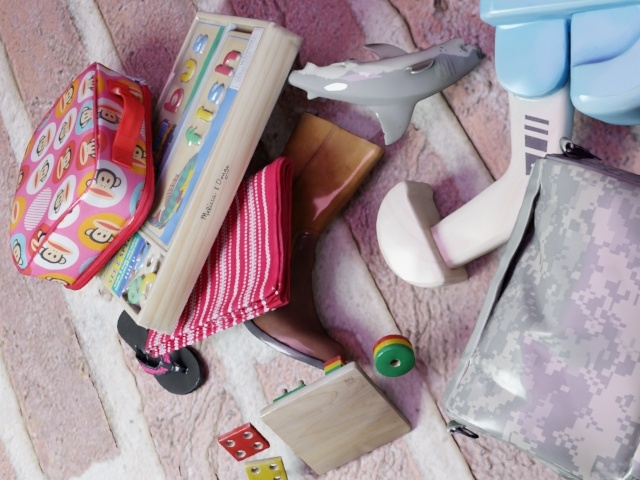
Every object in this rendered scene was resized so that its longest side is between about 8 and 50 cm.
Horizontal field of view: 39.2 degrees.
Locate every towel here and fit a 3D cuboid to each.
[{"bbox_3d":[-0.132,0.024,1.138,0.275,0.031,0.198,-26,52,40],"label":"towel"}]

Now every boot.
[{"bbox_3d":[0.000,0.000,1.146,0.264,0.096,0.280,38,94,41],"label":"boot"}]

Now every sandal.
[{"bbox_3d":[-0.235,0.155,1.258,0.179,0.040,0.067,36,98,29],"label":"sandal"}]

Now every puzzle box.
[{"bbox_3d":[-0.182,-0.108,1.204,0.272,0.052,0.408,29,96,59],"label":"puzzle box"}]

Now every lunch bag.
[{"bbox_3d":[-0.318,-0.105,1.239,0.258,0.120,0.293,-43,39,30],"label":"lunch bag"},{"bbox_3d":[0.279,0.083,0.855,0.256,0.212,0.305,22,93,0],"label":"lunch bag"}]

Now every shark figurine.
[{"bbox_3d":[0.054,-0.174,1.088,0.278,0.166,0.116,-3,115,13],"label":"shark figurine"}]

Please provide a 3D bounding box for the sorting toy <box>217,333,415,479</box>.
[{"bbox_3d":[0.010,0.208,1.076,0.275,0.132,0.046,-30,33,15],"label":"sorting toy"}]

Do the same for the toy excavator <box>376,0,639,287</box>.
[{"bbox_3d":[0.264,-0.170,0.969,0.433,0.222,0.445,-1,89,30],"label":"toy excavator"}]
